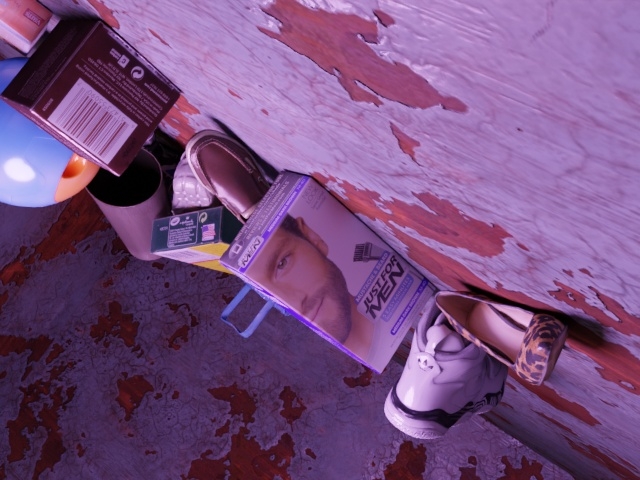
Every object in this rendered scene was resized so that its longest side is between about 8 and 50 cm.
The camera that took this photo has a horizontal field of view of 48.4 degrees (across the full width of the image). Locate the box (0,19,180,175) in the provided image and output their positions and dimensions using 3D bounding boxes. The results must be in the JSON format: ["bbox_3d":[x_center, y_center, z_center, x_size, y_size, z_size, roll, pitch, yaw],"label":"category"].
[{"bbox_3d":[-0.364,-0.228,1.119,0.168,0.167,0.203,40,170,-38],"label":"box"}]

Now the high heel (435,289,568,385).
[{"bbox_3d":[0.236,0.118,0.983,0.186,0.093,0.261,26,179,14],"label":"high heel"}]

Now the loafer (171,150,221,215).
[{"bbox_3d":[-0.253,-0.108,1.495,0.112,0.112,0.319,15,163,-8],"label":"loafer"}]

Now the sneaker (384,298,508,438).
[{"bbox_3d":[0.264,0.205,1.280,0.137,0.210,0.365,30,-155,31],"label":"sneaker"}]

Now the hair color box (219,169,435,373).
[{"bbox_3d":[0.021,0.058,1.190,0.339,0.185,0.110,39,170,-30],"label":"hair color box"}]

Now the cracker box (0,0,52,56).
[{"bbox_3d":[-0.555,-0.402,1.230,0.155,0.067,0.232,37,172,-25],"label":"cracker box"}]

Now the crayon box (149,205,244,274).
[{"bbox_3d":[-0.181,0.012,1.543,0.202,0.081,0.318,-8,163,34],"label":"crayon box"}]

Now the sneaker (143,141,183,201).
[{"bbox_3d":[-0.361,-0.142,1.737,0.330,0.130,0.147,25,165,47],"label":"sneaker"}]

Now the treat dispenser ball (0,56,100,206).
[{"bbox_3d":[-0.564,-0.209,1.386,0.288,0.288,0.288,34,172,6],"label":"treat dispenser ball"}]

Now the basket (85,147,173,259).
[{"bbox_3d":[-0.402,-0.072,1.573,0.204,0.154,0.227,39,157,29],"label":"basket"}]

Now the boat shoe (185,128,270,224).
[{"bbox_3d":[-0.124,-0.083,1.193,0.257,0.095,0.095,46,-178,-46],"label":"boat shoe"}]

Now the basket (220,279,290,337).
[{"bbox_3d":[-0.203,0.175,2.354,0.201,0.289,0.254,39,170,-26],"label":"basket"}]

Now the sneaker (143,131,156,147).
[{"bbox_3d":[-0.453,-0.268,1.552,0.234,0.078,0.106,31,169,9],"label":"sneaker"}]

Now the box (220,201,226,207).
[{"bbox_3d":[-0.204,-0.074,1.605,0.062,0.083,0.052,-5,-175,-18],"label":"box"}]
